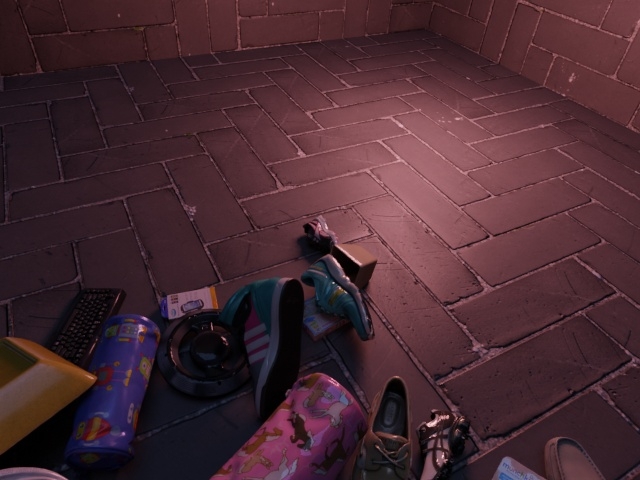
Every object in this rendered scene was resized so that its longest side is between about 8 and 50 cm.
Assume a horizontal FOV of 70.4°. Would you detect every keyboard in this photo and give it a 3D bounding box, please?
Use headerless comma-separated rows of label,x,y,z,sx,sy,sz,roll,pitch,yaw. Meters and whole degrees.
keyboard,-0.531,0.232,1.052,0.202,0.033,0.317,4,42,0

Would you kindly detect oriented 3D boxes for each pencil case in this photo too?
pencil case,-0.086,0.413,0.792,0.386,0.167,0.160,-39,101,-38
pencil case,-0.404,0.300,0.905,0.120,0.133,0.306,-13,45,7

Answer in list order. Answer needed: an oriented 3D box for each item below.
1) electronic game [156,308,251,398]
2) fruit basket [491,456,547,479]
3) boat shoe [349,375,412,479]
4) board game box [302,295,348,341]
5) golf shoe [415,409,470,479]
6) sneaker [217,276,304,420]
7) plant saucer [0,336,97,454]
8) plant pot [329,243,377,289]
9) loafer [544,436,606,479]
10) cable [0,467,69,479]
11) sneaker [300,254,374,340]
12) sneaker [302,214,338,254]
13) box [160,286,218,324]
electronic game,-0.253,0.251,1.039,0.229,0.048,0.229,8,43,-8
fruit basket,0.363,0.554,0.645,0.353,0.165,0.327,28,63,24
boat shoe,0.123,0.403,0.863,0.109,0.098,0.302,12,42,9
board game box,0.017,0.181,1.160,0.154,0.026,0.103,-24,48,-28
golf shoe,0.220,0.415,0.888,0.094,0.077,0.198,18,35,30
sneaker,-0.144,0.219,0.984,0.179,0.295,0.124,4,-7,35
plant saucer,-0.637,0.296,0.822,0.333,0.080,0.333,2,30,41
plant pot,0.090,0.072,1.239,0.096,0.109,0.109,-16,44,-40
loafer,0.497,0.492,0.786,0.112,0.111,0.319,-2,42,-8
cable,-0.467,0.475,0.665,0.257,0.089,0.257,35,57,-13
sneaker,0.044,0.152,1.121,0.110,0.107,0.275,-31,45,-9
sneaker,0.000,0.000,1.346,0.077,0.072,0.178,-21,38,-9
box,-0.331,0.166,1.147,0.136,0.028,0.081,-11,44,-13
